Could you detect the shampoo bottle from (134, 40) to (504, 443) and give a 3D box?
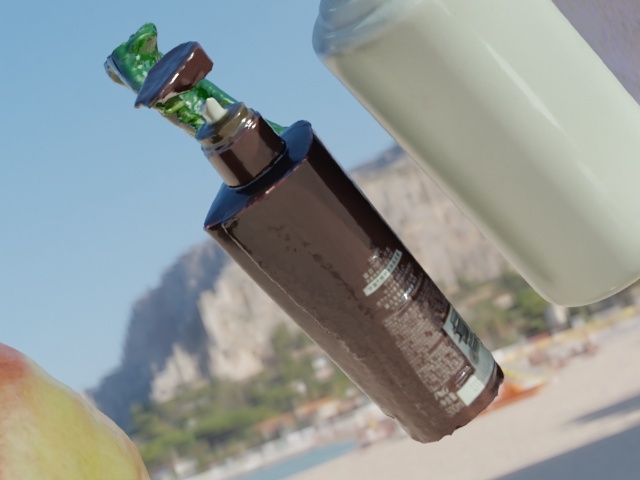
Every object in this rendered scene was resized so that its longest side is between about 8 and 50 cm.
[{"bbox_3d":[-0.002,0.002,0.866,0.067,0.236,0.068,-33,21,16],"label":"shampoo bottle"}]

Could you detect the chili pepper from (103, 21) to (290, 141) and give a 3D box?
[{"bbox_3d":[-0.077,-0.088,1.471,0.083,0.253,0.099,-49,-12,-2],"label":"chili pepper"}]

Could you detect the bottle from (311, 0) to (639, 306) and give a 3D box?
[{"bbox_3d":[0.075,-0.082,0.859,0.104,0.245,0.104,-37,22,18],"label":"bottle"}]

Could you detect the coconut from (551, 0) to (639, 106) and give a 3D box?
[{"bbox_3d":[0.256,-0.117,1.121,0.297,0.309,0.297,-26,-24,-12],"label":"coconut"}]

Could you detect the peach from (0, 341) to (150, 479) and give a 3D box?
[{"bbox_3d":[-0.168,0.168,0.705,0.232,0.257,0.232,6,-41,5],"label":"peach"}]
